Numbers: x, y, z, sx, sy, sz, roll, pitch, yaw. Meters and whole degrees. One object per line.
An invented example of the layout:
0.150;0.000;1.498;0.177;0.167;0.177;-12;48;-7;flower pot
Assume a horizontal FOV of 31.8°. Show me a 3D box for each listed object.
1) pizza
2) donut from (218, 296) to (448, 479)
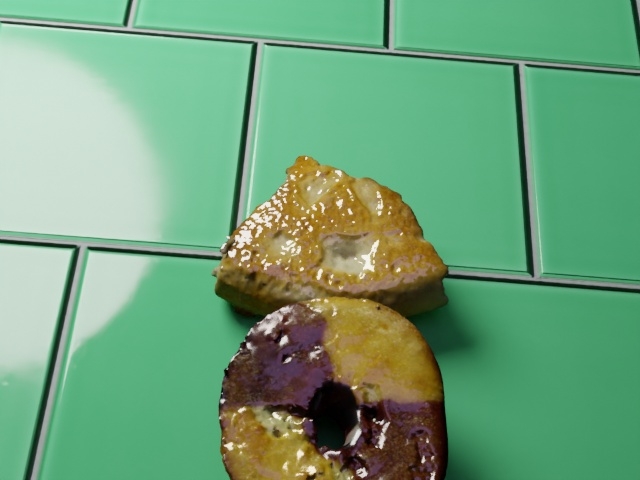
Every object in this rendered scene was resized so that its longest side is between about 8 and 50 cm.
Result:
0.000;0.000;0.909;0.182;0.062;0.161;-10;63;-5;pizza
0.008;0.134;0.801;0.166;0.073;0.184;-9;57;-12;donut
